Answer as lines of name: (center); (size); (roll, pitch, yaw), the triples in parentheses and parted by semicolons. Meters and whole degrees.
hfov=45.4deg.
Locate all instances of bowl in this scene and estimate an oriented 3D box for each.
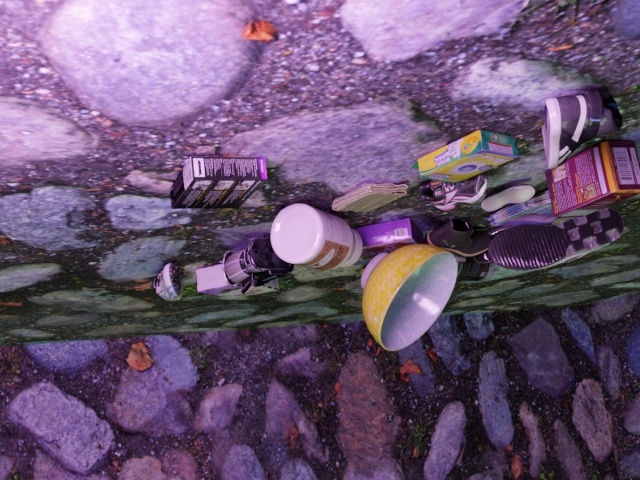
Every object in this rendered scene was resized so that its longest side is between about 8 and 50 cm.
bowl: (0.194, 0.116, 1.925); (0.156, 0.289, 0.289); (35, -167, 32)

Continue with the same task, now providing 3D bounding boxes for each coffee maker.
coffee maker: (-0.140, 0.046, 1.932); (0.171, 0.120, 0.178); (-26, -179, -35)

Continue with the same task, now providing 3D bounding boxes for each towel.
towel: (0.573, -0.085, 1.860); (0.209, 0.034, 0.285); (-1, 165, -28)
towel: (0.103, -0.091, 1.607); (0.110, 0.027, 0.148); (1, 164, -34)

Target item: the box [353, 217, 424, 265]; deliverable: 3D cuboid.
box: (0.112, 0.014, 1.990); (0.293, 0.057, 0.201); (-11, 165, 15)

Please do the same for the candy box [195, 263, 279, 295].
candy box: (-0.236, 0.113, 2.212); (0.164, 0.070, 0.196); (-12, 165, 23)

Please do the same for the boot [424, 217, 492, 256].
boot: (0.390, -0.013, 1.999); (0.197, 0.077, 0.137); (-2, 161, -23)

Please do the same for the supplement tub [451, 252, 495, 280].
supplement tub: (0.399, 0.059, 2.202); (0.190, 0.117, 0.117); (2, 164, -34)

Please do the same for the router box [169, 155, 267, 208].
router box: (-0.187, -0.101, 1.373); (0.133, 0.046, 0.179); (-1, 166, -24)

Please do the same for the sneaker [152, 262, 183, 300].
sneaker: (-0.426, 0.118, 2.121); (0.086, 0.085, 0.237); (3, 162, -8)

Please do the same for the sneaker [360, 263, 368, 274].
sneaker: (0.238, 0.115, 2.343); (0.109, 0.124, 0.295); (-17, 163, 38)

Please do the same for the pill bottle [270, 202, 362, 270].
pill bottle: (0.000, 0.000, 1.714); (0.131, 0.131, 0.229); (-13, 166, 27)

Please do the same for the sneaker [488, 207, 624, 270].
sneaker: (0.593, 0.015, 1.950); (0.330, 0.123, 0.146); (-12, 165, 7)

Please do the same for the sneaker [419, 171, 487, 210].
sneaker: (0.263, -0.107, 1.537); (0.077, 0.072, 0.178); (12, 154, -25)

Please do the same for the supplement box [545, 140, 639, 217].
supplement box: (0.547, -0.119, 1.538); (0.080, 0.104, 0.188); (-2, 167, -22)

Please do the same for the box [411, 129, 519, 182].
box: (0.262, -0.148, 1.410); (0.105, 0.043, 0.179); (4, 165, -37)

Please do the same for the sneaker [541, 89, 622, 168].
sneaker: (0.437, -0.180, 1.275); (0.121, 0.079, 0.217); (-8, 166, 13)

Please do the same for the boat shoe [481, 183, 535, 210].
boat shoe: (0.416, -0.102, 1.696); (0.125, 0.038, 0.046); (-24, 117, 38)

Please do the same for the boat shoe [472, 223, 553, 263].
boat shoe: (0.519, 0.004, 2.079); (0.233, 0.084, 0.079); (-21, 177, 21)
